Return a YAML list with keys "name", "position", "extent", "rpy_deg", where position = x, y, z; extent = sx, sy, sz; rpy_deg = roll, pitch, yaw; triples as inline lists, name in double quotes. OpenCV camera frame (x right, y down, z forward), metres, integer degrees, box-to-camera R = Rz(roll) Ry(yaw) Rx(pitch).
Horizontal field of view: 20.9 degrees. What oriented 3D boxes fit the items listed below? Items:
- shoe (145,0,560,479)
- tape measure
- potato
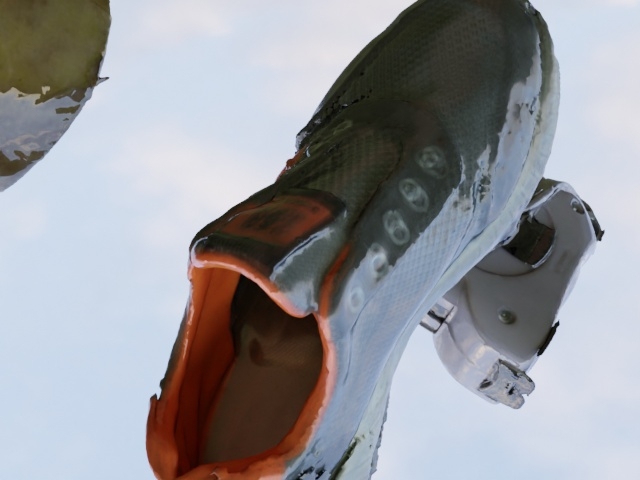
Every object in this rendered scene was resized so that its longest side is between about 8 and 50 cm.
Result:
- name: "shoe"
  position: [0.000, 0.000, 0.887]
  extent: [0.132, 0.171, 0.336]
  rpy_deg: [26, -92, 24]
- name: "tape measure"
  position: [0.142, 0.010, 1.559]
  extent: [0.197, 0.120, 0.236]
  rpy_deg: [31, -128, 3]
- name: "potato"
  position: [-0.253, -0.091, 1.125]
  extent: [0.243, 0.138, 0.098]
  rpy_deg: [-37, -132, 33]
